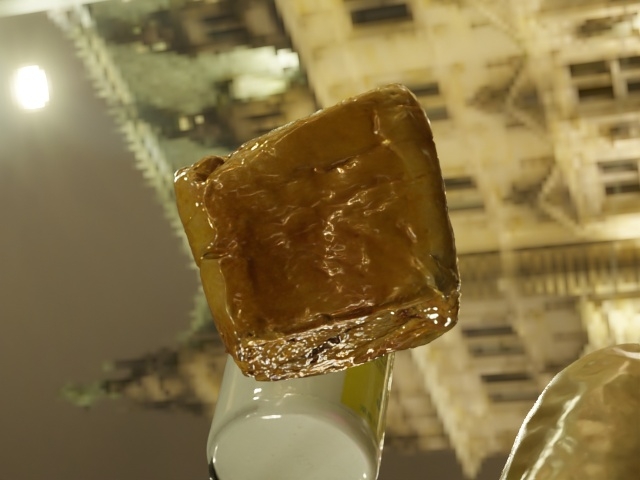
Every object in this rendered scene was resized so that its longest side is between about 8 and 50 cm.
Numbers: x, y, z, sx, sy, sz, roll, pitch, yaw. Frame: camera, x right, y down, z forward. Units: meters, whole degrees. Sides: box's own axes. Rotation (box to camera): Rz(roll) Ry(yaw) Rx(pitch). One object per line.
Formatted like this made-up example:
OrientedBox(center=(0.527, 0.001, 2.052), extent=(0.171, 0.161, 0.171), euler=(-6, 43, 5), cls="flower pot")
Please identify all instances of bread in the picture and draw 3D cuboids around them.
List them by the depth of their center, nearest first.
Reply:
OrientedBox(center=(0.000, 0.000, 1.035), extent=(0.149, 0.158, 0.143), euler=(99, 152, -74), cls="bread")

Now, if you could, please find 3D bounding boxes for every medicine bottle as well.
OrientedBox(center=(-0.009, 0.103, 1.474), extent=(0.258, 0.143, 0.143), euler=(-81, -25, -50), cls="medicine bottle")

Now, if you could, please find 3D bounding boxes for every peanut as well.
OrientedBox(center=(0.209, 0.244, 1.286), extent=(0.387, 0.192, 0.169), euler=(-63, 3, -37), cls="peanut")
